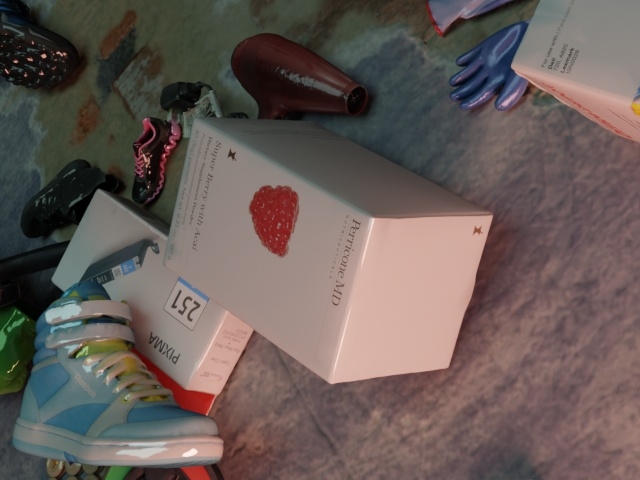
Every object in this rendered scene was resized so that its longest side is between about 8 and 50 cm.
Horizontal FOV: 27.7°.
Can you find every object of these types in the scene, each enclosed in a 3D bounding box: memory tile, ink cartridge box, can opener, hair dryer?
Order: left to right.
[{"bbox_3d":[-0.389,0.033,1.727,0.059,0.186,0.073,34,143,63],"label":"can opener"},{"bbox_3d":[-0.318,0.302,1.664,0.113,0.012,0.148,-11,70,39],"label":"memory tile"},{"bbox_3d":[-0.229,0.113,1.599,0.296,0.066,0.261,31,98,39],"label":"ink cartridge box"},{"bbox_3d":[-0.059,-0.136,1.555,0.293,0.080,0.224,-25,78,38],"label":"hair dryer"},{"bbox_3d":[0.334,-0.132,1.096,0.278,0.201,0.117,27,94,44],"label":"ink cartridge box"}]

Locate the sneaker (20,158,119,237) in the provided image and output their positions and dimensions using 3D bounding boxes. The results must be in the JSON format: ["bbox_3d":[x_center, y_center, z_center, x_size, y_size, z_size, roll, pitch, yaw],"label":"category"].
[{"bbox_3d":[-0.346,-0.046,1.774,0.170,0.051,0.089,-46,46,17],"label":"sneaker"}]

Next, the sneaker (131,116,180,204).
[{"bbox_3d":[-0.227,-0.107,1.686,0.047,0.057,0.119,19,91,42],"label":"sneaker"}]

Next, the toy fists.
[{"bbox_3d":[-0.481,0.118,1.814,0.142,0.096,0.279,-52,47,-1],"label":"toy fists"}]

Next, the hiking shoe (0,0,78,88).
[{"bbox_3d":[-0.466,-0.319,1.927,0.304,0.113,0.132,19,50,27],"label":"hiking shoe"}]

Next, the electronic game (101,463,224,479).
[{"bbox_3d":[-0.183,0.333,1.493,0.229,0.048,0.229,-6,81,41],"label":"electronic game"}]

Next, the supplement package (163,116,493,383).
[{"bbox_3d":[0.000,0.000,1.343,0.293,0.175,0.178,30,113,43],"label":"supplement package"}]

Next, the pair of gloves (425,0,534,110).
[{"bbox_3d":[0.189,-0.232,1.381,0.159,0.023,0.198,-34,56,31],"label":"pair of gloves"}]

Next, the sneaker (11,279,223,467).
[{"bbox_3d":[-0.230,0.149,1.465,0.319,0.127,0.208,-1,81,40],"label":"sneaker"}]
